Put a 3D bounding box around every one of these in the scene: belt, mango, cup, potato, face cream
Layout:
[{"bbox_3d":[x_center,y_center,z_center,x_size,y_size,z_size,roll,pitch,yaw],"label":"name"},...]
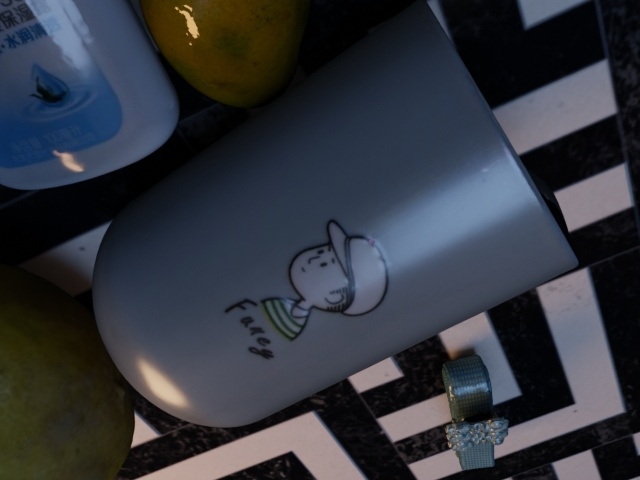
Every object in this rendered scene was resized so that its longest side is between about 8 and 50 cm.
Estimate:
[{"bbox_3d":[0.172,0.212,0.774,0.065,0.100,0.179,-13,132,6],"label":"belt"},{"bbox_3d":[-0.063,-0.154,0.449,0.111,0.090,0.163,5,138,-9],"label":"mango"},{"bbox_3d":[0.000,0.000,0.507,0.312,0.205,0.205,-31,126,16],"label":"cup"},{"bbox_3d":[-0.325,0.079,0.545,0.296,0.290,0.397,-19,93,-30],"label":"potato"},{"bbox_3d":[-0.218,-0.182,0.403,0.163,0.080,0.337,-12,130,13],"label":"face cream"}]
